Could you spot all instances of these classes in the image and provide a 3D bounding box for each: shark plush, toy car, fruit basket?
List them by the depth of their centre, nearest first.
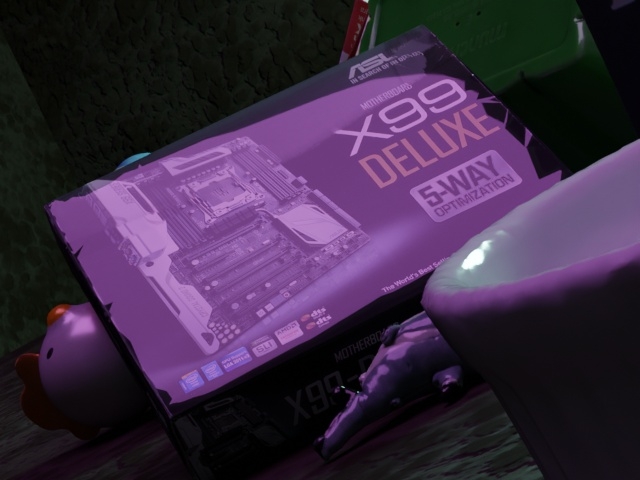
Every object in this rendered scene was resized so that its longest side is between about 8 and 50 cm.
[{"bbox_3d":[0.062,0.070,1.113,0.161,0.073,0.067,-22,32,-25],"label":"shark plush"},{"bbox_3d":[0.254,-0.124,1.535,0.392,0.282,0.392,9,-21,3],"label":"fruit basket"},{"bbox_3d":[-0.185,0.074,1.696,0.238,0.210,0.219,-38,15,9],"label":"toy car"}]

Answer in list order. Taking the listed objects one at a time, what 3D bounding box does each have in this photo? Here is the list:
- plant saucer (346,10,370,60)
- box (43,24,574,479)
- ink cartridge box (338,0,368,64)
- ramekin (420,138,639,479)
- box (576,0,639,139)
[{"bbox_3d":[0.009,-0.054,1.817,0.258,0.048,0.259,115,174,-58],"label":"plant saucer"},{"bbox_3d":[0.000,0.000,1.286,0.307,0.076,0.242,-26,43,-10],"label":"box"},{"bbox_3d":[0.097,-0.135,2.032,0.114,0.272,0.197,26,30,22],"label":"ink cartridge box"},{"bbox_3d":[0.177,0.013,0.490,0.277,0.135,0.277,-25,3,1],"label":"ramekin"},{"bbox_3d":[0.377,-0.161,0.988,0.395,0.212,0.293,-27,5,-37],"label":"box"}]
